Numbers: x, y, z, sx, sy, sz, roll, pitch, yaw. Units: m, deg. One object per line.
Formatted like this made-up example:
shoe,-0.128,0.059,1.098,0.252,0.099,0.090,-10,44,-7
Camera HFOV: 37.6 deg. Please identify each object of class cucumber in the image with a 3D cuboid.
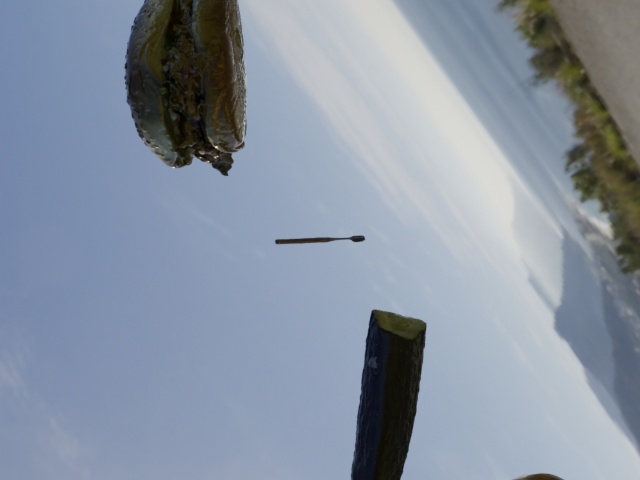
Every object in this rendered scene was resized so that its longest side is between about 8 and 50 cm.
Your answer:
cucumber,0.081,0.204,1.134,0.074,0.075,0.241,29,-113,-65

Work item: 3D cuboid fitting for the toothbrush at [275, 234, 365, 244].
toothbrush,0.000,0.000,0.998,0.008,0.097,0.006,-114,22,-70

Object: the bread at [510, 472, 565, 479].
bread,0.162,0.220,0.570,0.239,0.074,0.092,46,-158,-45

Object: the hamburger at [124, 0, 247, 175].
hamburger,-0.144,-0.193,1.045,0.189,0.122,0.215,78,-171,-58
